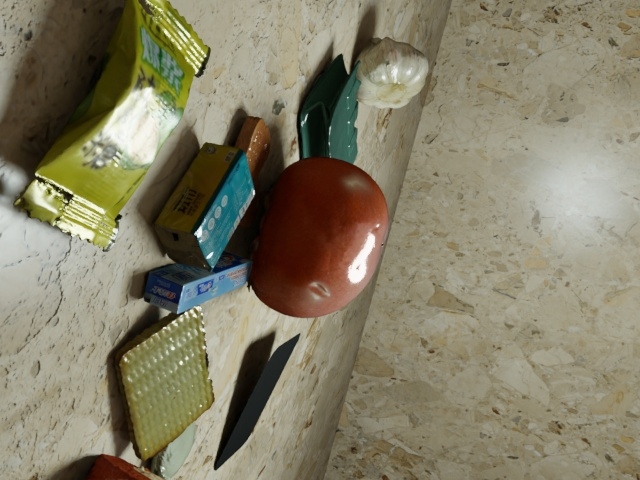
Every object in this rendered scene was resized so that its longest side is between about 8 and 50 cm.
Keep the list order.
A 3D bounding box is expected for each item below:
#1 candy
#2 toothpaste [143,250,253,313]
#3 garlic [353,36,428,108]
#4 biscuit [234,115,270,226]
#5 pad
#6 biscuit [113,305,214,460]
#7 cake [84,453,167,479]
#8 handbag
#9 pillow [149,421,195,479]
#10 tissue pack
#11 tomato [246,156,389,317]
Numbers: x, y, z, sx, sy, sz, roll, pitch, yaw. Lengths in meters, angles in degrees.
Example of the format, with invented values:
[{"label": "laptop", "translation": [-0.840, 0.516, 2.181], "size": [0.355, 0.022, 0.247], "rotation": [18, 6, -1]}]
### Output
[{"label": "candy", "translation": [-0.218, -0.139, 0.700], "size": [0.187, 0.081, 0.297], "rotation": [53, 56, -71]}, {"label": "toothpaste", "translation": [-0.200, 0.064, 1.053], "size": [0.272, 0.066, 0.053], "rotation": [-19, 126, -73]}, {"label": "garlic", "translation": [0.181, -0.490, 1.701], "size": [0.218, 0.219, 0.212], "rotation": [79, 2, -63]}, {"label": "biscuit", "translation": [-0.135, -0.122, 1.147], "size": [0.186, 0.036, 0.192], "rotation": [40, 67, -78]}, {"label": "pad", "translation": [-0.193, 0.410, 1.612], "size": [0.375, 0.063, 0.315], "rotation": [-64, 168, 8]}, {"label": "biscuit", "translation": [-0.254, 0.235, 1.028], "size": [0.172, 0.029, 0.254], "rotation": [-36, 138, -42]}, {"label": "cake", "translation": [-0.286, 0.437, 0.960], "size": [0.283, 0.177, 0.150], "rotation": [67, 42, -61]}, {"label": "handbag", "translation": [0.030, -0.261, 1.521], "size": [0.326, 0.089, 0.238], "rotation": [86, 25, -54]}, {"label": "pillow", "translation": [-0.270, 0.339, 1.166], "size": [0.148, 0.050, 0.229], "rotation": [-55, 159, -64]}, {"label": "tissue pack", "translation": [-0.178, -0.053, 0.962], "size": [0.120, 0.082, 0.169], "rotation": [83, 28, -58]}, {"label": "tomato", "translation": [0.000, 0.000, 1.288], "size": [0.341, 0.273, 0.341], "rotation": [-166, -90, -88]}]
